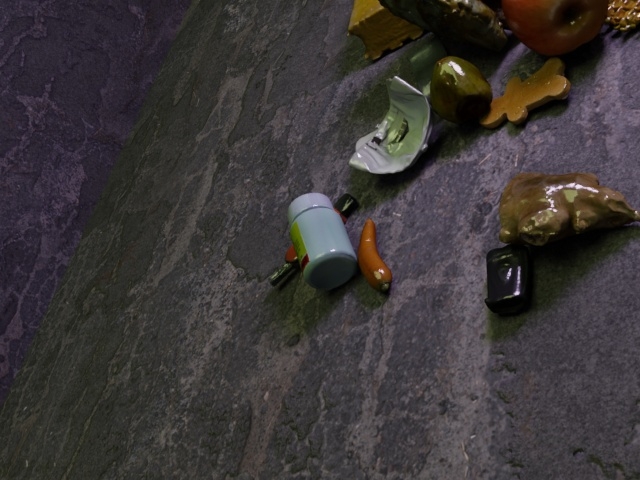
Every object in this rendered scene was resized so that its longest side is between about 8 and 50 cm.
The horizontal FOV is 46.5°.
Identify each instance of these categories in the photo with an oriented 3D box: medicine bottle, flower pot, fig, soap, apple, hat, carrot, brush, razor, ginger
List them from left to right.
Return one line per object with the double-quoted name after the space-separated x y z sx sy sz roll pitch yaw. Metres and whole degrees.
-0.021 0.002 1.999 0.323 0.051 0.070 -46 41 -2 "brush"
0.000 0.000 1.860 0.139 0.139 0.225 -35 48 18 "medicine bottle"
0.120 0.033 1.799 0.066 0.062 0.271 -50 30 21 "carrot"
0.203 -0.296 1.992 0.258 0.168 0.301 -61 6 17 "hat"
0.252 -0.773 2.379 0.293 0.156 0.335 -21 40 36 "soap"
0.320 -0.445 2.016 0.108 0.103 0.229 -33 38 22 "flower pot"
0.337 -0.374 1.839 0.144 0.166 0.154 -27 7 -7 "fig"
0.373 0.076 1.477 0.090 0.054 0.148 -22 40 34 "razor"
0.547 -0.549 1.738 0.242 0.242 0.241 -38 23 15 "apple"
0.472 -0.064 1.442 0.270 0.123 0.219 0 34 48 "ginger"

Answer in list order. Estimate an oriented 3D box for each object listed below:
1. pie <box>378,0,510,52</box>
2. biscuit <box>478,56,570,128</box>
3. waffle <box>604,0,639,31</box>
0.313 -0.638 1.989 0.418 0.395 0.180 27 98 51 "pie"
0.485 -0.339 1.781 0.240 0.035 0.158 -28 37 38 "biscuit"
0.760 -0.575 1.705 0.231 0.051 0.229 -20 43 36 "waffle"
